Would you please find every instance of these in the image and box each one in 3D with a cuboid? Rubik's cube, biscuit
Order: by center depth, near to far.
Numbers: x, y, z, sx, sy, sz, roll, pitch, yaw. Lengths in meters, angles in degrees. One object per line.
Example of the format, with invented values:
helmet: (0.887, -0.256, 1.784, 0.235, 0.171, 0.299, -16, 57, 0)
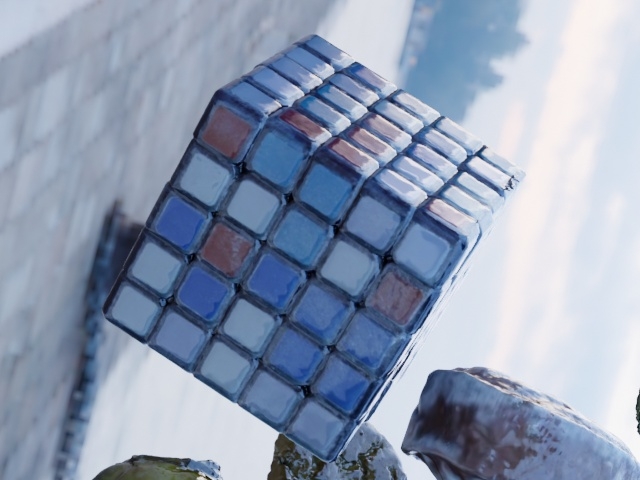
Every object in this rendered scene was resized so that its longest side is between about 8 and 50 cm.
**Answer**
Rubik's cube: (0.000, 0.000, 1.870, 0.293, 0.287, 0.292, -60, 172, 26)
biscuit: (0.027, 0.301, 2.147, 0.042, 0.226, 0.226, -21, -136, 45)

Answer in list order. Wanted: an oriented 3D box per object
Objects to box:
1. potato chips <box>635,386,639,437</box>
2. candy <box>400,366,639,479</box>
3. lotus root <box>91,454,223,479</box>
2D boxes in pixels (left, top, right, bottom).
potato chips: (0.369, 0.105, 1.612, 0.029, 0.220, 0.202, 45, -44, 48)
candy: (0.217, 0.237, 1.930, 0.214, 0.289, 0.157, 9, -108, 53)
lotus root: (-0.133, 0.272, 1.210, 0.154, 0.154, 0.278, 97, 16, -78)
